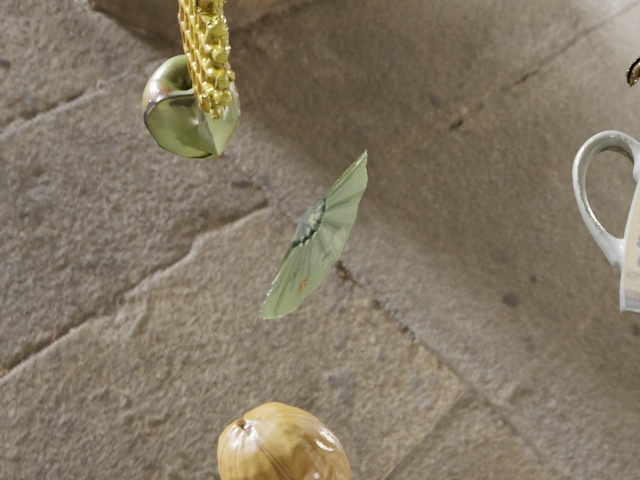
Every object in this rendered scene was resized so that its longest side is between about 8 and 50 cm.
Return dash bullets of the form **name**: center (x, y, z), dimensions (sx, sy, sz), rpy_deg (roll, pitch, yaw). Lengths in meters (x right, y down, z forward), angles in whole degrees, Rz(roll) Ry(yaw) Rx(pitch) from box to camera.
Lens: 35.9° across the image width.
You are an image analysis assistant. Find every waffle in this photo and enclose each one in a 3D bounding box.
- **waffle**: center (-0.212, -0.374, 1.801), dimensions (0.060, 0.312, 0.307), rpy_deg (-11, 93, -16)

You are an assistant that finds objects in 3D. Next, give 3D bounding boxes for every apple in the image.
- **apple**: center (-0.272, -0.280, 2.073), dimensions (0.207, 0.188, 0.174), rpy_deg (-40, 56, -13)

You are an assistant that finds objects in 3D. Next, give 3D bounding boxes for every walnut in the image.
- **walnut**: center (-0.038, 0.275, 1.159), dimensions (0.144, 0.144, 0.180), rpy_deg (-48, 121, -42)

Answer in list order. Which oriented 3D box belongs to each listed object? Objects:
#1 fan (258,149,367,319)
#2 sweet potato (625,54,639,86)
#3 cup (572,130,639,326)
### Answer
- **fan**: center (0.000, 0.000, 1.148), dimensions (0.009, 0.131, 0.240), rpy_deg (24, 71, 24)
- **sweet potato**: center (0.735, -0.401, 1.946), dimensions (0.098, 0.310, 0.124), rpy_deg (27, 33, -22)
- **cup**: center (0.441, -0.017, 1.214), dimensions (0.301, 0.227, 0.257), rpy_deg (24, 82, 21)
